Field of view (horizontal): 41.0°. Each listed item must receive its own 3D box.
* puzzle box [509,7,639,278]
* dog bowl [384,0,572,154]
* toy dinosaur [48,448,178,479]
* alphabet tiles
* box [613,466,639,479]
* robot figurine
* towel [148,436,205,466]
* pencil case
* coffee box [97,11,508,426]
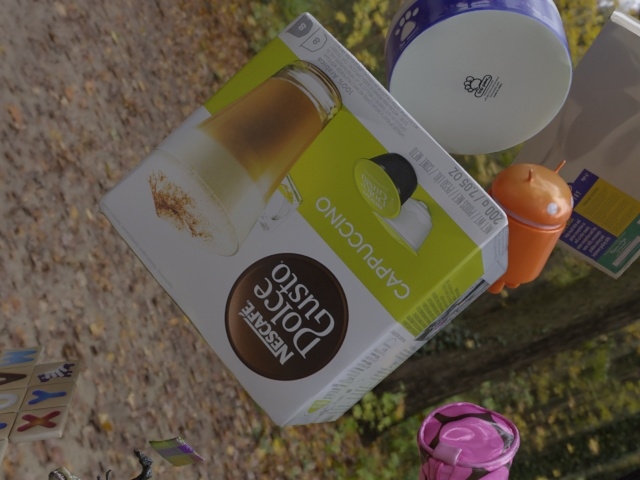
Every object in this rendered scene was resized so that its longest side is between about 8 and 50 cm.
[{"bbox_3d":[0.482,-0.141,1.401,0.272,0.409,0.052,32,45,5],"label":"puzzle box"},{"bbox_3d":[0.227,-0.254,1.252,0.104,0.265,0.265,-89,157,-43],"label":"dog bowl"},{"bbox_3d":[-0.261,0.384,1.244,0.268,0.118,0.064,38,-16,-7],"label":"toy dinosaur"},{"bbox_3d":[-0.462,0.201,0.997,0.285,0.343,0.011,-109,-166,-69],"label":"alphabet tiles"},{"bbox_3d":[0.556,0.504,1.340,0.073,0.293,0.295,42,21,-48],"label":"box"},{"bbox_3d":[0.296,-0.023,1.288,0.128,0.158,0.219,-83,-170,-55],"label":"robot figurine"},{"bbox_3d":[-0.225,0.331,1.343,0.083,0.060,0.009,54,31,-41],"label":"towel"},{"bbox_3d":[0.105,0.246,0.736,0.095,0.098,0.209,29,-61,42],"label":"pencil case"},{"bbox_3d":[0.000,0.000,1.076,0.337,0.334,0.338,49,2,15],"label":"coffee box"}]
